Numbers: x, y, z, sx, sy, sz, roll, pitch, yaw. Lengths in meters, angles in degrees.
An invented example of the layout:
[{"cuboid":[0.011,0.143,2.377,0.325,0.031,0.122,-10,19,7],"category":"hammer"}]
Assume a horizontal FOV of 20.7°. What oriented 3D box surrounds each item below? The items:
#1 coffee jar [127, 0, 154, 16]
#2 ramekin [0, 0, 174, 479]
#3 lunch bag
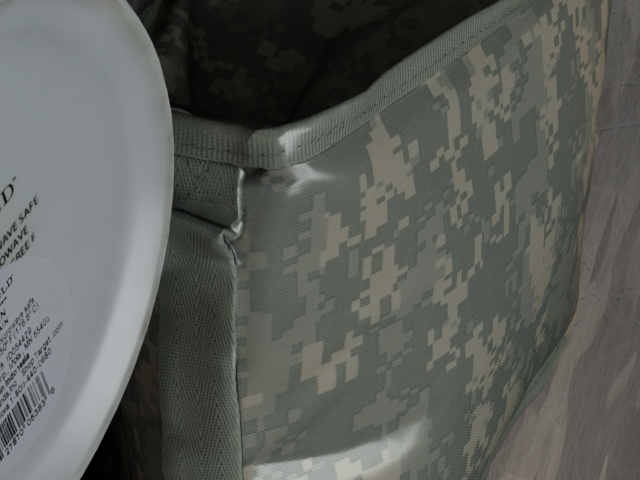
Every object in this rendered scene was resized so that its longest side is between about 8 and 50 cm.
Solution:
[{"cuboid":[-0.053,-0.148,0.538,0.184,0.079,0.096,-59,155,-32],"category":"coffee jar"},{"cuboid":[-0.123,0.001,0.434,0.207,0.109,0.207,16,90,-70],"category":"ramekin"},{"cuboid":[0.000,0.000,0.663,0.287,0.169,0.235,-51,148,-54],"category":"lunch bag"}]
